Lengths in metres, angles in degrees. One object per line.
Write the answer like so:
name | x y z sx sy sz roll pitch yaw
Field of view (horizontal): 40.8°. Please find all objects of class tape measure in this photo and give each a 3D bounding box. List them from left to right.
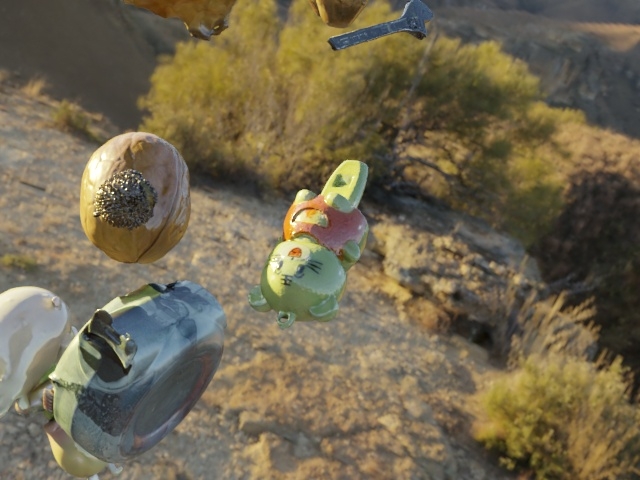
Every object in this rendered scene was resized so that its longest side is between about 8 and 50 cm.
tape measure | -0.257 0.177 1.223 0.147 0.275 0.256 37 29 17

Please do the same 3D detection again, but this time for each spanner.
spanner | 0.133 -0.442 1.790 0.325 0.026 0.093 -26 86 -39

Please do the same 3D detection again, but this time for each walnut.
walnut | -0.271 -0.061 1.270 0.167 0.167 0.207 16 57 -30

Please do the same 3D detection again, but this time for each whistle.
whistle | 0.000 0.000 1.180 0.131 0.289 0.106 6 -34 28

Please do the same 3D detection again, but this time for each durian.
durian | -0.245 -0.047 1.070 0.080 0.091 0.080 63 9 -17

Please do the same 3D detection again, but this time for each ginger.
ginger | 0.037 -0.599 1.921 0.155 0.245 0.304 -4 14 -18

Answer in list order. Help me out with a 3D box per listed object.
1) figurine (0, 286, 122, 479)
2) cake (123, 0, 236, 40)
figurine | -0.505 0.282 1.558 0.394 0.226 0.274 58 20 -4
cake | -0.197 -0.500 1.125 0.293 0.314 0.307 15 56 -24
